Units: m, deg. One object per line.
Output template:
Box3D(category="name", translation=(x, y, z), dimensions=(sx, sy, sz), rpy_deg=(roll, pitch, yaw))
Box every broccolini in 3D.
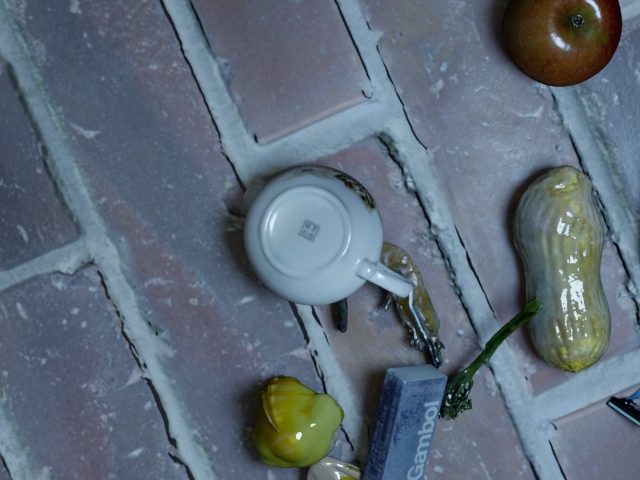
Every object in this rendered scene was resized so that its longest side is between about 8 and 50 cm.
Box3D(category="broccolini", translation=(0.241, 0.178, 1.783), dimensions=(0.071, 0.057, 0.254), rpy_deg=(20, 126, -29))

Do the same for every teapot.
Box3D(category="teapot", translation=(0.000, 0.000, 1.763), dimensions=(0.298, 0.139, 0.204), rpy_deg=(37, 90, 11))

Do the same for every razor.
Box3D(category="razor", translation=(0.540, 0.169, 1.837), dimensions=(0.082, 0.042, 0.253), rpy_deg=(33, 91, 40))

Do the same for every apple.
Box3D(category="apple", translation=(0.355, -0.314, 1.753), dimensions=(0.181, 0.168, 0.180), rpy_deg=(0, 91, -8))

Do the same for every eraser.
Box3D(category="eraser", translation=(0.124, 0.292, 1.797), dimensions=(0.092, 0.046, 0.212), rpy_deg=(-1, 109, -38))

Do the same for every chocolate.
Box3D(category="chocolate", translation=(0.358, 0.043, 1.788), dimensions=(0.134, 0.134, 0.309), rpy_deg=(-5, 96, 0))

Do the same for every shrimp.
Box3D(category="shrimp", translation=(0.101, 0.115, 1.829), dimensions=(0.152, 0.046, 0.219), rpy_deg=(-28, 89, 0))

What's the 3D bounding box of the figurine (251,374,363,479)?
Box3D(category="figurine", translation=(-0.019, 0.313, 1.809), dimensions=(0.156, 0.131, 0.246), rpy_deg=(-31, 103, 17))
